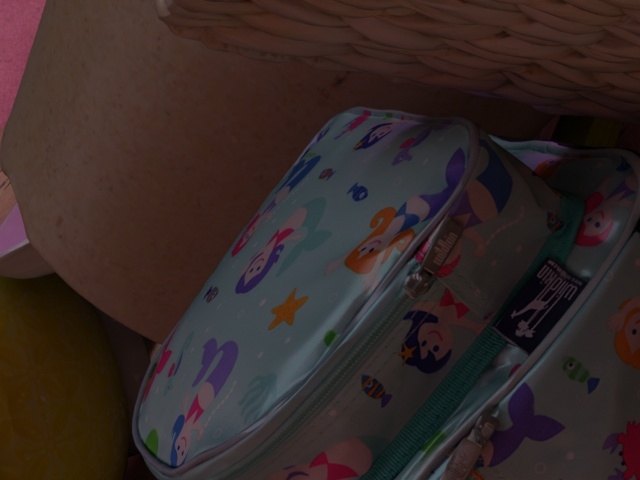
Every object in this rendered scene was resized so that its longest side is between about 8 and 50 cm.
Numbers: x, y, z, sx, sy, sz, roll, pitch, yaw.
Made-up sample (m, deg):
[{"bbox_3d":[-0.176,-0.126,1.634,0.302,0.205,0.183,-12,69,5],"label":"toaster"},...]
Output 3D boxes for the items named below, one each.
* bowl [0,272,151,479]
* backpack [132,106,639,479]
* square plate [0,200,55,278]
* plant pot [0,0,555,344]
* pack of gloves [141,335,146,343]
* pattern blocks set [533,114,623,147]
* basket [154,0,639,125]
[{"bbox_3d":[-0.207,0.111,1.293,0.156,0.289,0.289,-14,-1,-25],"label":"bowl"},{"bbox_3d":[0.038,0.076,0.704,0.253,0.191,0.225,-60,17,-2],"label":"backpack"},{"bbox_3d":[-0.051,-0.088,1.289,0.344,0.049,0.347,-26,13,10],"label":"square plate"},{"bbox_3d":[-0.010,-0.114,0.939,0.305,0.334,0.334,-56,12,34],"label":"plant pot"},{"bbox_3d":[-0.119,0.051,1.474,0.195,0.046,0.232,-53,8,49],"label":"pack of gloves"},{"bbox_3d":[0.071,-0.002,1.032,0.285,0.026,0.324,-29,28,57],"label":"pattern blocks set"},{"bbox_3d":[0.138,-0.206,0.603,0.266,0.328,0.331,152,125,-69],"label":"basket"}]
